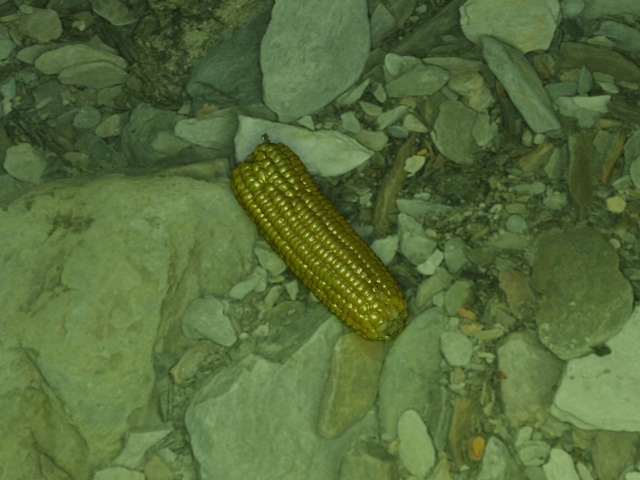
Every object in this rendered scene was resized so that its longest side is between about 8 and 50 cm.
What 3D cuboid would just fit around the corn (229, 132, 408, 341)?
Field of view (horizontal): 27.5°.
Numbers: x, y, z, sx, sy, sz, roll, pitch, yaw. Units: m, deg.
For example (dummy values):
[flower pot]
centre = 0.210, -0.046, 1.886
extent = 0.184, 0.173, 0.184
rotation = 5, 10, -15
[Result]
[corn]
centre = -0.004, 0.002, 1.598
extent = 0.102, 0.102, 0.313
rotation = -32, 61, -12
